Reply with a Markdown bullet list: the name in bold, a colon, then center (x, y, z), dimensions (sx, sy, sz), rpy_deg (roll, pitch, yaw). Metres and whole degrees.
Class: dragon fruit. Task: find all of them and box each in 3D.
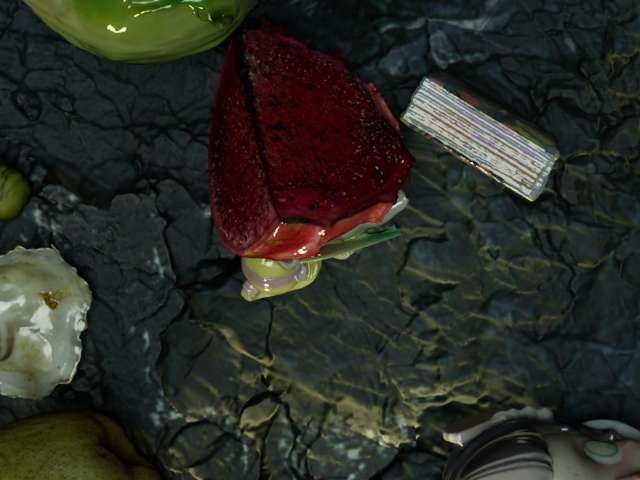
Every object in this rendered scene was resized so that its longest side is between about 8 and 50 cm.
- **dragon fruit**: center (-0.027, -0.078, 1.446), dimensions (0.189, 0.163, 0.262), rpy_deg (-34, 50, 27)

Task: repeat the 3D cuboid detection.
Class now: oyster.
- **oyster**: center (-0.348, 0.063, 1.543), dimensions (0.232, 0.107, 0.161), rpy_deg (12, 95, -15)

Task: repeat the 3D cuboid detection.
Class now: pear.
- **pear**: center (-0.259, 0.265, 1.498), dimensions (0.211, 0.188, 0.228), rpy_deg (-48, 132, -7)

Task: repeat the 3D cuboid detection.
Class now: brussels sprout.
- **brussels sprout**: center (-0.157, -0.295, 1.402), dimensions (0.294, 0.227, 0.259), rpy_deg (-6, 83, 14)

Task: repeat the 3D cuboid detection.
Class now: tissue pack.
- **tissue pack**: center (0.152, -0.103, 1.453), dimensions (0.148, 0.108, 0.060), rpy_deg (32, 102, 2)

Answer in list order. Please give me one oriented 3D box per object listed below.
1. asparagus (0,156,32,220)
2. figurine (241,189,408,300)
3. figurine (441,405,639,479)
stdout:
- **asparagus**: center (-0.444, -0.119, 1.527), dimensions (0.343, 0.085, 0.082), rpy_deg (32, 124, -2)
- **figurine**: center (0.000, 0.000, 1.511), dimensions (0.187, 0.083, 0.083), rpy_deg (-33, 94, -3)
- **figurine**: center (0.277, 0.297, 1.435), dimensions (0.361, 0.253, 0.211), rpy_deg (13, 116, -4)
